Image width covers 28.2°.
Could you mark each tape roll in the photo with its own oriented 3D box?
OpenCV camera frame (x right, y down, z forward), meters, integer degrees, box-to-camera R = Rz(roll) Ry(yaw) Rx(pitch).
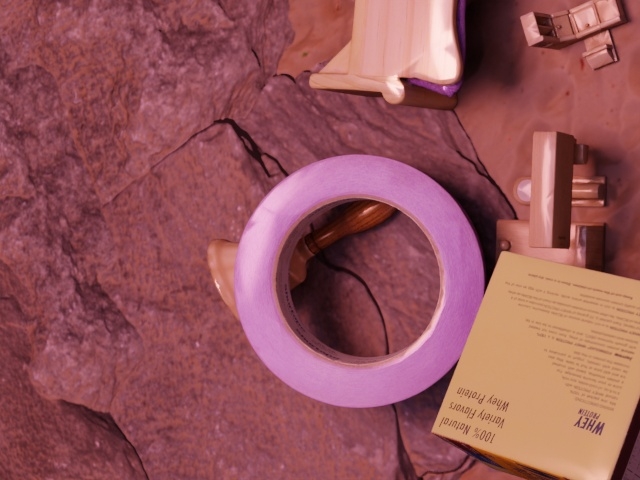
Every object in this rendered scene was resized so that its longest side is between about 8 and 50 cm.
[{"bbox_3d":[0.046,0.044,1.418,0.274,0.090,0.275,0,90,8],"label":"tape roll"}]

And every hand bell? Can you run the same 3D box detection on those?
[{"bbox_3d":[0.000,0.000,1.513,0.242,0.126,0.126,-29,76,16],"label":"hand bell"}]

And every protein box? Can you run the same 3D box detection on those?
[{"bbox_3d":[0.255,0.143,1.267,0.199,0.136,0.201,13,75,40],"label":"protein box"}]

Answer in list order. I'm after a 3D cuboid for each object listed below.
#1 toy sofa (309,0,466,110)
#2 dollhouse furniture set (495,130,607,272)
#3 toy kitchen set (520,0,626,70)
[{"bbox_3d":[0.110,-0.327,1.389,0.177,0.150,0.363,6,95,27],"label":"toy sofa"},{"bbox_3d":[0.214,-0.037,1.332,0.123,0.151,0.144,2,91,32],"label":"dollhouse furniture set"},{"bbox_3d":[0.270,-0.215,1.334,0.083,0.075,0.068,-20,82,35],"label":"toy kitchen set"}]
